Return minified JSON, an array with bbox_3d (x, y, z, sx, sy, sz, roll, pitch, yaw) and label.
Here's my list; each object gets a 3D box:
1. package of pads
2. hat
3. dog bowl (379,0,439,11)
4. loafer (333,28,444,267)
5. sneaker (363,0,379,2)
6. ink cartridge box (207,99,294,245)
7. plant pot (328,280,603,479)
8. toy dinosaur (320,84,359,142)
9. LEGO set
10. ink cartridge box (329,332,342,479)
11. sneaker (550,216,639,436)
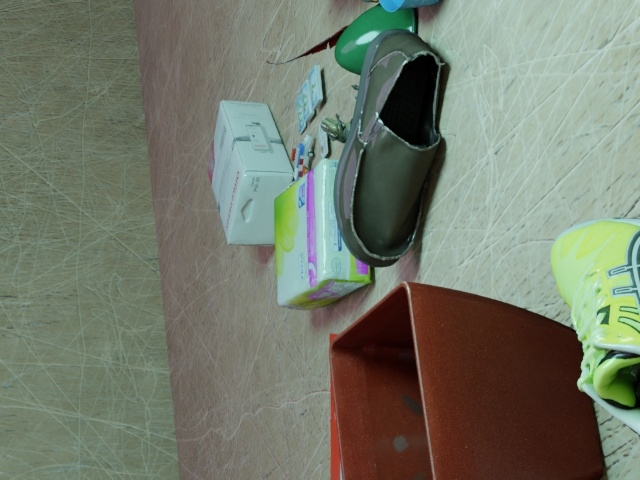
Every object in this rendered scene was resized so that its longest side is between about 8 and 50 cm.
[{"bbox_3d":[0.000,0.000,2.003,0.296,0.101,0.229,148,122,-68],"label":"package of pads"},{"bbox_3d":[0.034,-0.322,1.783,0.173,0.184,0.208,-107,26,-44],"label":"hat"},{"bbox_3d":[0.160,-0.472,1.601,0.166,0.074,0.297,-108,26,-42],"label":"dog bowl"},{"bbox_3d":[0.106,-0.133,1.649,0.130,0.134,0.365,-149,61,-68],"label":"loafer"},{"bbox_3d":[0.087,-0.484,1.761,0.083,0.084,0.214,3,84,64],"label":"sneaker"},{"bbox_3d":[-0.161,-0.149,2.437,0.283,0.117,0.207,-111,29,-48],"label":"ink cartridge box"},{"bbox_3d":[0.174,0.213,1.292,0.267,0.236,0.267,131,136,-62],"label":"plant pot"},{"bbox_3d":[0.073,-0.199,1.868,0.268,0.064,0.118,-137,43,-62],"label":"toy dinosaur"},{"bbox_3d":[-0.034,-0.200,2.174,0.182,0.060,0.244,131,136,-67],"label":"LEGO set"},{"bbox_3d":[0.050,0.311,1.866,0.385,0.091,0.308,171,99,-69],"label":"ink cartridge box"},{"bbox_3d":[0.308,0.085,1.050,0.384,0.147,0.145,-123,36,-59],"label":"sneaker"}]
